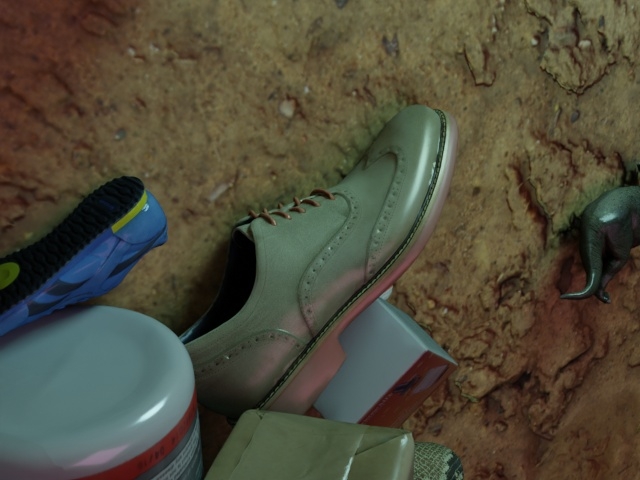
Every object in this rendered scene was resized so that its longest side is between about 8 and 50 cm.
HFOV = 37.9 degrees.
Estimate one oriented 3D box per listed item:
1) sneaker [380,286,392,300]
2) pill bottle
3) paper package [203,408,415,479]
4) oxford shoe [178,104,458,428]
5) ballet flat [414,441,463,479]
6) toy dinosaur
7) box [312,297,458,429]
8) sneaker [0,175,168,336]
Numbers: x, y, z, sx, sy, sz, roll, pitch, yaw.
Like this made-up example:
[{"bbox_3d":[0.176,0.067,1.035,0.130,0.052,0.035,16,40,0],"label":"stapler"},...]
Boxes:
[{"bbox_3d":[0.006,0.062,1.021,0.158,0.061,0.065,-30,108,-31],"label":"sneaker"},{"bbox_3d":[-0.203,0.258,0.822,0.210,0.210,0.363,-21,125,-32],"label":"pill bottle"},{"bbox_3d":[-0.032,0.357,0.785,0.309,0.168,0.325,-59,154,-52],"label":"paper package"},{"bbox_3d":[0.000,0.000,0.917,0.146,0.140,0.397,39,69,-17],"label":"oxford shoe"},{"bbox_3d":[-0.036,0.355,1.071,0.483,0.164,0.182,-35,122,-17],"label":"ballet flat"},{"bbox_3d":[0.415,-0.015,1.307,0.313,0.121,0.160,-23,114,-25],"label":"toy dinosaur"},{"bbox_3d":[0.063,0.145,1.028,0.130,0.091,0.170,-47,157,4],"label":"box"},{"bbox_3d":[-0.217,0.035,0.791,0.209,0.069,0.082,-39,136,-19],"label":"sneaker"}]
